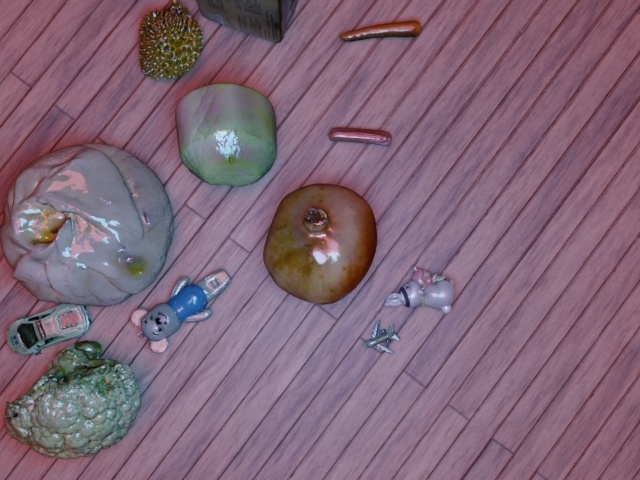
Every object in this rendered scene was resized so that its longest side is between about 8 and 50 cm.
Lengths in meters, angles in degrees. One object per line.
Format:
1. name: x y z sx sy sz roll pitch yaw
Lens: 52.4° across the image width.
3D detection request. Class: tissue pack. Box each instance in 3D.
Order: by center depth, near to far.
1. tissue pack: -0.145 -0.592 1.356 0.238 0.305 0.238 0 85 -2

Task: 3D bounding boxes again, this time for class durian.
1. durian: -0.333 -0.462 1.448 0.146 0.102 0.208 8 83 5

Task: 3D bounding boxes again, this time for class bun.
1. bun: -0.494 -0.033 1.363 0.365 0.219 0.365 0 90 -4

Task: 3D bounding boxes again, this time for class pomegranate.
1. pomegranate: 0.000 0.000 1.348 0.229 0.270 0.252 25 80 8

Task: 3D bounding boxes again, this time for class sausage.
1. sausage: 0.089 -0.237 1.479 0.147 0.035 0.030 5 55 -2

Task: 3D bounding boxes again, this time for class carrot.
1. carrot: 0.136 -0.478 1.493 0.190 0.037 0.037 -5 87 2

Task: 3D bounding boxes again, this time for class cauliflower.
1. cauliflower: -0.513 0.318 1.354 0.275 0.272 0.250 2 56 -15

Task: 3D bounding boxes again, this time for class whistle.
1. whistle: -0.300 0.143 1.430 0.236 0.077 0.114 -36 82 -5

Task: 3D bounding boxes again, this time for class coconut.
1. coconut: -0.204 -0.235 1.389 0.236 0.204 0.236 -8 67 20

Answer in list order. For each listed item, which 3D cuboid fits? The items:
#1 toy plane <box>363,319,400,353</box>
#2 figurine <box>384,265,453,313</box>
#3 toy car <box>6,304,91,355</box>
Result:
1. toy plane: 0.134 0.220 1.458 0.083 0.033 0.080 -24 89 5
2. figurine: 0.219 0.112 1.456 0.146 0.081 0.098 6 44 3
3. toy car: -0.600 0.196 1.428 0.186 0.058 0.093 -20 90 -3
